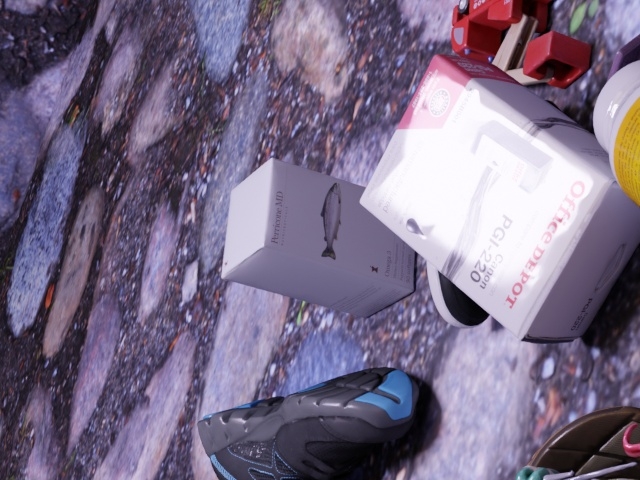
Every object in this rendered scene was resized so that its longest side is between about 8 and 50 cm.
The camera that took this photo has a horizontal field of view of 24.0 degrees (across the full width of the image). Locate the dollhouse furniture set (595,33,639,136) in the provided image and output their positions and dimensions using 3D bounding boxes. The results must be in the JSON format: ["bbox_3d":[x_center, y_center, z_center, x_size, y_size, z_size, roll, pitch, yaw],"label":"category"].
[{"bbox_3d":[0.288,-0.112,1.246,0.081,0.091,0.114,36,141,23],"label":"dollhouse furniture set"}]

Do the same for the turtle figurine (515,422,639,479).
[{"bbox_3d":[0.203,0.230,1.091,0.175,0.118,0.234,55,140,8],"label":"turtle figurine"}]

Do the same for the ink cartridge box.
[{"bbox_3d":[0.158,-0.037,1.274,0.218,0.092,0.159,41,114,34],"label":"ink cartridge box"}]

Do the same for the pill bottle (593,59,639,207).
[{"bbox_3d":[0.282,-0.058,1.092,0.118,0.117,0.208,-65,25,18],"label":"pill bottle"}]

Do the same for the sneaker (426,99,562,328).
[{"bbox_3d":[0.166,-0.029,1.366,0.121,0.079,0.217,-10,65,63],"label":"sneaker"}]

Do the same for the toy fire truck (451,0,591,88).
[{"bbox_3d":[0.189,-0.197,1.463,0.192,0.047,0.135,-26,53,59],"label":"toy fire truck"}]

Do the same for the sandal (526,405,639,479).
[{"bbox_3d":[0.196,0.197,1.184,0.060,0.090,0.219,-69,5,-52],"label":"sandal"}]

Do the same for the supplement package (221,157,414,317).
[{"bbox_3d":[0.000,0.000,1.580,0.105,0.179,0.105,-33,46,55],"label":"supplement package"}]

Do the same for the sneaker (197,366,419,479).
[{"bbox_3d":[0.000,0.219,1.562,0.341,0.125,0.140,-24,81,56],"label":"sneaker"}]
